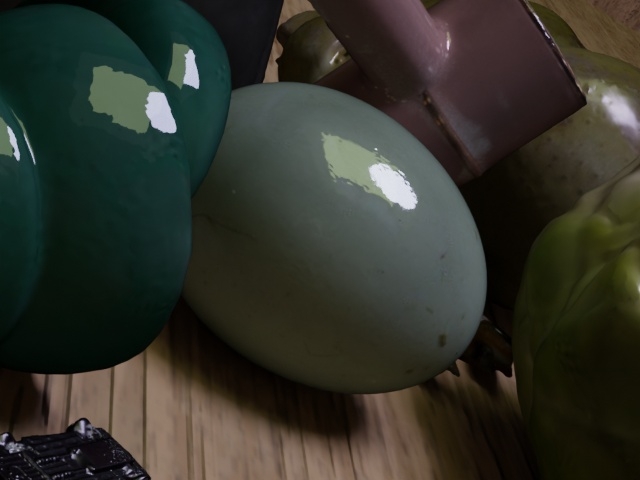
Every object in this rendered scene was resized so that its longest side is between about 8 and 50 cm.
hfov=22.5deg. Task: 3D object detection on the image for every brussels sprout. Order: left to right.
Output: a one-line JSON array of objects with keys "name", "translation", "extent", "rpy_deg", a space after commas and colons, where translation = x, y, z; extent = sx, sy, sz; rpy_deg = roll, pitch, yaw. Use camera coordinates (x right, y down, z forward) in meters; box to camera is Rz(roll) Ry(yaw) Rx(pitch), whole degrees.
[{"name": "brussels sprout", "translation": [0.242, 0.065, 0.896], "extent": [0.243, 0.274, 0.316], "rpy_deg": [-13, 94, -69]}]

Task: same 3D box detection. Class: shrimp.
[{"name": "shrimp", "translation": [0.080, 0.039, 1.038], "extent": [0.132, 0.051, 0.187], "rpy_deg": [23, 19, -27]}]

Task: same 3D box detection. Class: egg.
[{"name": "egg", "translation": [0.000, 0.000, 0.854], "extent": [0.192, 0.149, 0.149], "rpy_deg": [40, 19, -2]}]

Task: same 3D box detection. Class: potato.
[{"name": "potato", "translation": [0.111, -0.075, 1.161], "extent": [0.351, 0.202, 0.218], "rpy_deg": [26, 28, 19]}]

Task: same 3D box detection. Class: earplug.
[{"name": "earplug", "translation": [-0.148, -0.047, 0.721], "extent": [0.257, 0.164, 0.280], "rpy_deg": [36, 29, 24]}]

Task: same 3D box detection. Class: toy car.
[{"name": "toy car", "translation": [-0.104, 0.096, 0.647], "extent": [0.041, 0.025, 0.093], "rpy_deg": [40, 17, 21]}]

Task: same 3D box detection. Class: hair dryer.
[{"name": "hair dryer", "translation": [0.005, -0.136, 0.900], "extent": [0.344, 0.189, 0.106], "rpy_deg": [48, 14, -48]}]

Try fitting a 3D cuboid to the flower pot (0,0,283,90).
[{"name": "flower pot", "translation": [-0.122, -0.153, 1.006], "extent": [0.269, 0.166, 0.269], "rpy_deg": [29, 22, -13]}]
